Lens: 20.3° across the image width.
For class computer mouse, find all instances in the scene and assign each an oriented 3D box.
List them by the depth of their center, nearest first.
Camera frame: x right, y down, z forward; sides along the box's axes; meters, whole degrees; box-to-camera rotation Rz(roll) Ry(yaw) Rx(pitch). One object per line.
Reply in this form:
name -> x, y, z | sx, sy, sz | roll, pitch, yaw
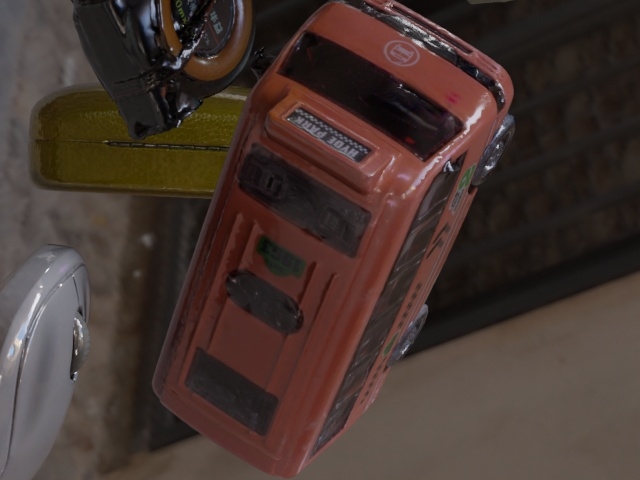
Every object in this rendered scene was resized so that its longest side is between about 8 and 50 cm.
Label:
computer mouse -> -0.275, 0.144, 1.513 | 0.121, 0.297, 0.184 | 40, 16, 1

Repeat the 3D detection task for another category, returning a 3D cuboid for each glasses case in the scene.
glasses case -> -0.165, -0.123, 2.172 | 0.173, 0.371, 0.141 | -131, -136, -87

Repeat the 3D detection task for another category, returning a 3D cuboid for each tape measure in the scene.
tape measure -> -0.168, -0.241, 1.919 | 0.223, 0.135, 0.202 | -49, 125, -40

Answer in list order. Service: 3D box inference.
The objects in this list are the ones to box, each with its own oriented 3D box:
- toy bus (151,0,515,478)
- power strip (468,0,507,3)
toy bus -> 0.000, 0.000, 1.621 | 0.203, 0.427, 0.233 | 32, 41, 12
power strip -> 0.189, -0.409, 1.850 | 0.261, 0.141, 0.229 | 59, 32, -52
